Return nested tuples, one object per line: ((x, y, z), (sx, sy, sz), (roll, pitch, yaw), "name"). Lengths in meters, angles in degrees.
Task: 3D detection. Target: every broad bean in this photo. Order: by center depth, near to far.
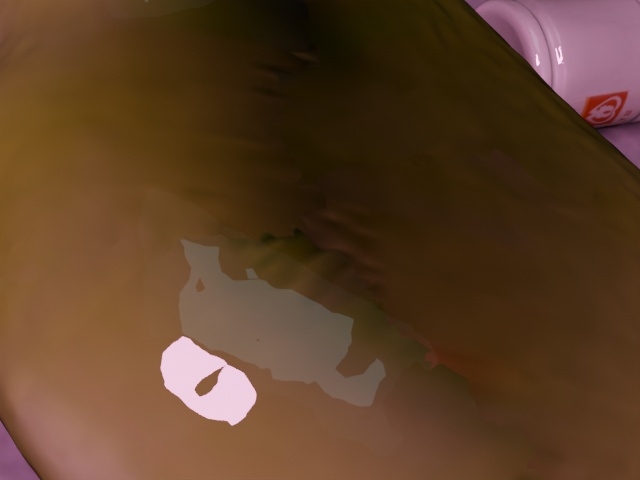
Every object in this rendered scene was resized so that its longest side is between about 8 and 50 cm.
((0.000, 0.000, 0.430), (0.238, 0.119, 0.291), (-29, 72, -43), "broad bean")

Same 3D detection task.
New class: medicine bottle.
((0.105, -0.072, 0.555), (0.089, 0.057, 0.057), (-12, 61, -26), "medicine bottle")
